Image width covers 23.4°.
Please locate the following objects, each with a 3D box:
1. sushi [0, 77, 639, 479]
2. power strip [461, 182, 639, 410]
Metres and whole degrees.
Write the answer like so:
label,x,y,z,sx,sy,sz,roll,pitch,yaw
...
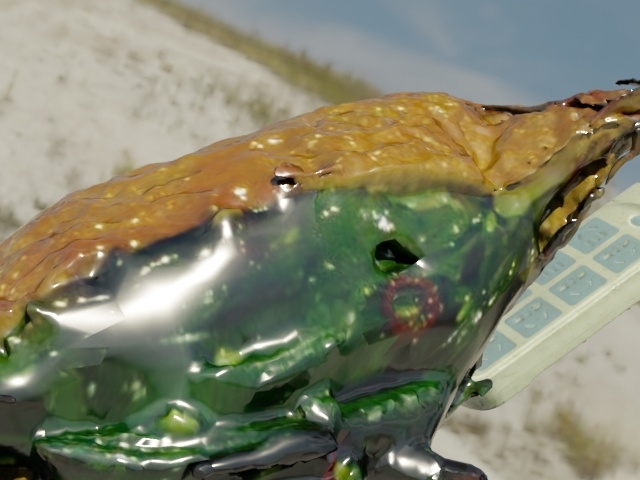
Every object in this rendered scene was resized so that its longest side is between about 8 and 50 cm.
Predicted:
label,x,y,z,sx,sy,sz,roll,pitch,yaw
sushi,-0.010,0.040,0.525,0.287,0.149,0.140,-19,21,-21
power strip,0.159,0.029,0.972,0.029,0.227,0.080,61,-12,-28
